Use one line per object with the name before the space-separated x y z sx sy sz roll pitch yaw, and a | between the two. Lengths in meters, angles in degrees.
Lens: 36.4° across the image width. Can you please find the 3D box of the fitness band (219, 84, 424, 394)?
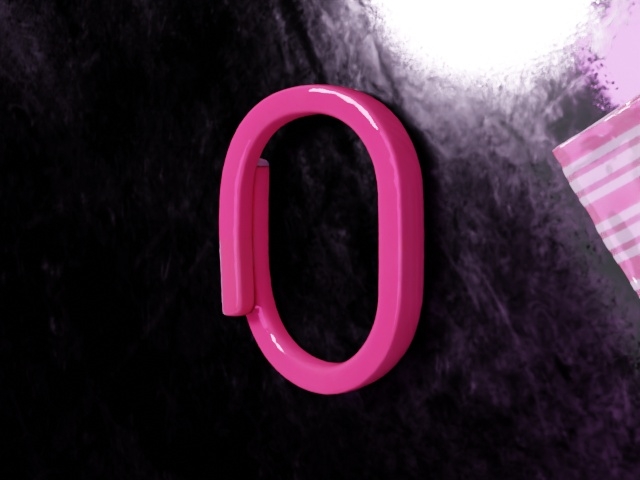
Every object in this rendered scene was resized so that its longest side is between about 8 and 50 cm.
fitness band | 0.000 0.000 0.919 0.209 0.054 0.290 2 96 34

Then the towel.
towel | 0.276 -0.022 0.723 0.144 0.029 0.197 -36 73 34
